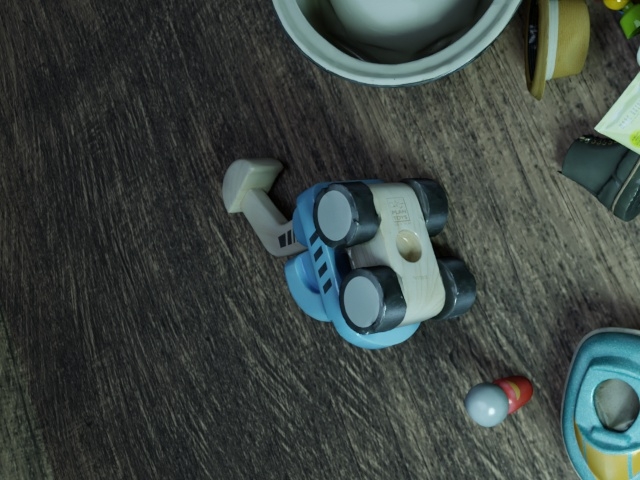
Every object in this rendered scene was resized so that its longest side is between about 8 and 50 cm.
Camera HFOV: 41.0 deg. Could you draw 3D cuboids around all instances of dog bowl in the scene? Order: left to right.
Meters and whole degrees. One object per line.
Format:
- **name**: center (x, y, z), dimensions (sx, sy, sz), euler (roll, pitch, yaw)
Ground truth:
- **dog bowl**: center (0.130, -0.424, 1.325), dimensions (0.407, 0.150, 0.408), euler (-1, 88, 16)

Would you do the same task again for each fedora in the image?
- **fedora**: center (0.346, -0.302, 1.253), dimensions (0.079, 0.194, 0.194), euler (1, 95, 6)

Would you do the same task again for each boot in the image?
- **boot**: center (0.430, -0.145, 1.228), dimensions (0.137, 0.076, 0.198), euler (41, 117, 36)

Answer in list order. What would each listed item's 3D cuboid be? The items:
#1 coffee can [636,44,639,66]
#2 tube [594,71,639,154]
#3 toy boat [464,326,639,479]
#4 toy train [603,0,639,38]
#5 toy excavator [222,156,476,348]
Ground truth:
- **coffee can**: center (0.554, -0.197, 1.030), dimensions (0.275, 0.201, 0.201), euler (53, 124, 23)
- **tube**: center (0.485, -0.112, 1.124), dimensions (0.240, 0.070, 0.062), euler (38, 156, 3)
- **toy boat**: center (0.376, 0.255, 1.255), dimensions (0.318, 0.148, 0.268), euler (4, 96, 40)
- **toy train**: center (0.390, -0.330, 1.131), dimensions (0.105, 0.248, 0.143), euler (-38, 75, 36)
- **toy excavator**: center (0.000, 0.000, 1.532), dimensions (0.445, 0.222, 0.433), euler (-27, 75, 47)
